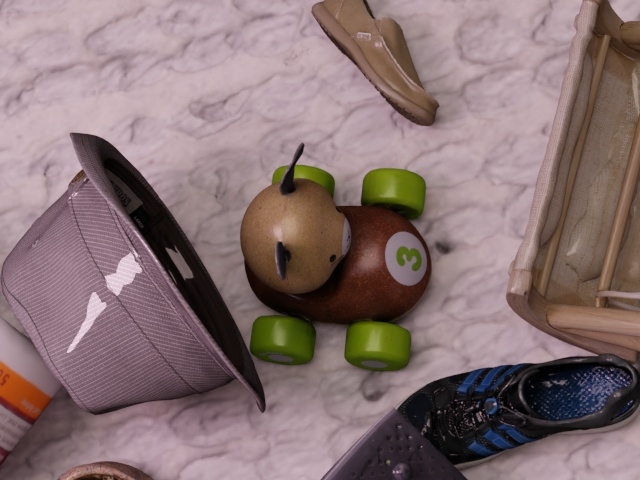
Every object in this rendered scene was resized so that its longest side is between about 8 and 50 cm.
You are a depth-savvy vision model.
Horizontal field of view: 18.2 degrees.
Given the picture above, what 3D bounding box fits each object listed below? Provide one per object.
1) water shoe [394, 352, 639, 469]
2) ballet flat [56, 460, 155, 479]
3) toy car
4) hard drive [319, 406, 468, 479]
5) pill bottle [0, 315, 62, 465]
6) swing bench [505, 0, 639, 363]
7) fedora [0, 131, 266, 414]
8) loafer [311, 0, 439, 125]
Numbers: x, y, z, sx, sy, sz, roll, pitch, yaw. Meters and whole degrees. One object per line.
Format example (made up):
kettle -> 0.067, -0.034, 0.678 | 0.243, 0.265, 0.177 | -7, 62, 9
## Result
water shoe -> 0.140, 0.119, 1.500 | 0.203, 0.080, 0.073 | -15, 69, 7
ballet flat -> -0.081, 0.266, 1.486 | 0.316, 0.106, 0.107 | 29, 80, 19
toy car -> 0.000, 0.000, 1.512 | 0.149, 0.188, 0.155 | 3, 73, 13
hard drive -> 0.024, 0.265, 1.429 | 0.172, 0.054, 0.255 | 45, 65, -13
pill bottle -> -0.397, 0.187, 1.517 | 0.224, 0.224, 0.392 | 35, 81, 20
swing bench -> 0.293, -0.035, 1.479 | 0.254, 0.165, 0.253 | 11, 75, 21
fedora -> -0.154, 0.047, 1.493 | 0.124, 0.244, 0.275 | -34, 31, 3
loafer -> 0.051, -0.154, 1.623 | 0.050, 0.056, 0.148 | -43, 69, 3
